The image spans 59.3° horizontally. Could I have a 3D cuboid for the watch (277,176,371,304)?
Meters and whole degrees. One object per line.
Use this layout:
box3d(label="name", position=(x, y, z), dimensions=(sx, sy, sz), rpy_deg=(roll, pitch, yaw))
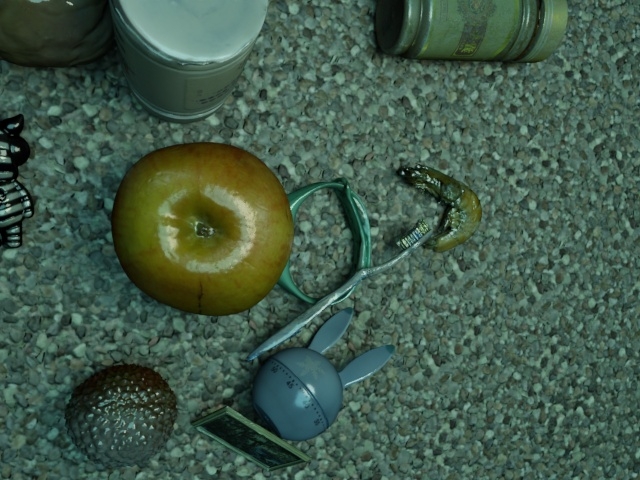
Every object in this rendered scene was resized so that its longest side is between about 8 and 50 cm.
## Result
box3d(label="watch", position=(0.000, 0.000, 1.025), dimensions=(0.195, 0.068, 0.237), rpy_deg=(5, 92, -18))

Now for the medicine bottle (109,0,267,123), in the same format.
box3d(label="medicine bottle", position=(-0.197, -0.293, 0.815), dimensions=(0.190, 0.332, 0.189), rpy_deg=(1, 88, -16))

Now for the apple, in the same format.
box3d(label="apple", position=(-0.179, -0.017, 0.870), dimensions=(0.286, 0.233, 0.286), rpy_deg=(0, 89, -4))

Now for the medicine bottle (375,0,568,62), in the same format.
box3d(label="medicine bottle", position=(0.275, -0.412, 1.044), dimensions=(0.323, 0.151, 0.151), rpy_deg=(-4, 94, -17))

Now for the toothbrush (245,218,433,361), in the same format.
box3d(label="toothbrush", position=(0.038, 0.091, 1.003), dimensions=(0.413, 0.035, 0.042), rpy_deg=(-36, 88, -13))

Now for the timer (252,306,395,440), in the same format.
box3d(label="timer", position=(-0.008, 0.251, 1.012), dimensions=(0.255, 0.175, 0.175), rpy_deg=(-23, 101, -45))

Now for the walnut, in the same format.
box3d(label="walnut", position=(-0.403, -0.367, 0.797), dimensions=(0.248, 0.248, 0.248), rpy_deg=(-1, 93, -17))

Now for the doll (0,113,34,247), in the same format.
box3d(label="doll", position=(-0.494, -0.097, 0.868), dimensions=(0.091, 0.067, 0.219), rpy_deg=(-2, 99, -20))

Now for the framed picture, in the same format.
box3d(label="framed picture", position=(-0.122, 0.351, 0.976), dimensions=(0.183, 0.142, 0.011), rpy_deg=(37, 47, -16))

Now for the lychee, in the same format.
box3d(label="lychee", position=(-0.312, 0.280, 0.904), dimensions=(0.165, 0.197, 0.165), rpy_deg=(-5, 62, 9))

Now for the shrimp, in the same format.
box3d(label="shrimp", position=(0.223, -0.061, 1.103), dimensions=(0.217, 0.051, 0.150), rpy_deg=(28, 92, -20))
